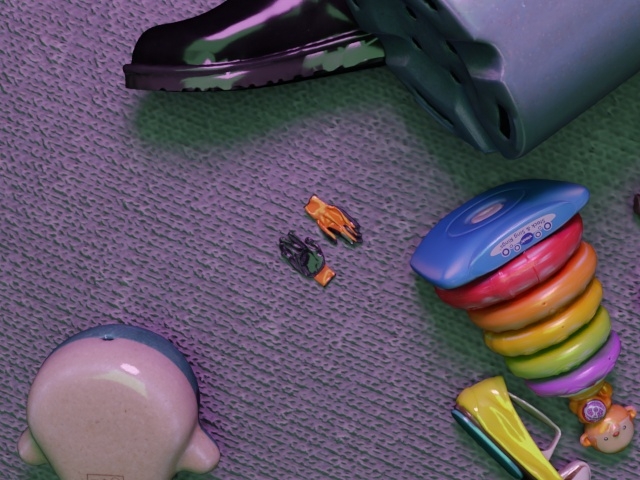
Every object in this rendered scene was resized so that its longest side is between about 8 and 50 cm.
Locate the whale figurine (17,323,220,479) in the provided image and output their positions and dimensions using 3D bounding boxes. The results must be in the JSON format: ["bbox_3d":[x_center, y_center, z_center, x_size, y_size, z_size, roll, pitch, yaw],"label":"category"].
[{"bbox_3d":[-0.209,0.213,1.185,0.216,0.141,0.272,0,115,5],"label":"whale figurine"}]

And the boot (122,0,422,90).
[{"bbox_3d":[-0.050,-0.293,1.150,0.348,0.131,0.260,-11,96,-6],"label":"boot"}]

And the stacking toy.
[{"bbox_3d":[0.239,0.097,1.134,0.175,0.166,0.302,-32,102,-5],"label":"stacking toy"}]

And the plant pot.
[{"bbox_3d":[0.212,-0.272,0.997,0.334,0.341,0.341,-41,87,-6],"label":"plant pot"}]

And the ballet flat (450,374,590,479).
[{"bbox_3d":[0.233,0.238,1.161,0.077,0.077,0.231,-38,85,-12],"label":"ballet flat"}]

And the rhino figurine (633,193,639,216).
[{"bbox_3d":[0.382,-0.043,1.143,0.106,0.073,0.243,-2,87,-4],"label":"rhino figurine"}]

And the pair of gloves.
[{"bbox_3d":[0.000,0.000,1.209,0.074,0.010,0.083,38,96,3],"label":"pair of gloves"}]
